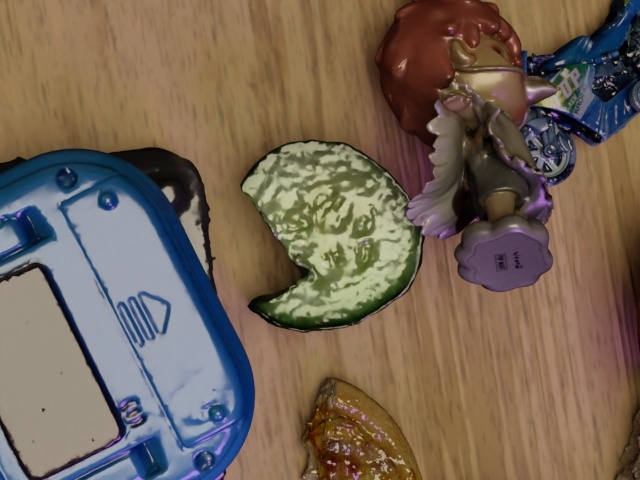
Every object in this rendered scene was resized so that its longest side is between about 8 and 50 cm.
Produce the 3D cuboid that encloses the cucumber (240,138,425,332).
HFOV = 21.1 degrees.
[{"bbox_3d":[0.009,-0.005,1.677,0.191,0.130,0.191,0,89,-11],"label":"cucumber"}]

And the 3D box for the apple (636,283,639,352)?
[{"bbox_3d":[0.462,0.070,1.687,0.299,0.275,0.299,6,68,-15],"label":"apple"}]

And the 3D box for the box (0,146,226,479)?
[{"bbox_3d":[-0.264,0.097,1.641,0.350,0.091,0.359,-7,93,-12],"label":"box"}]

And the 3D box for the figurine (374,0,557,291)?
[{"bbox_3d":[0.144,-0.134,1.651,0.166,0.207,0.387,-12,54,7],"label":"figurine"}]

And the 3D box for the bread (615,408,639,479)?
[{"bbox_3d":[0.368,0.237,1.787,0.106,0.082,0.125,11,88,-6],"label":"bread"}]

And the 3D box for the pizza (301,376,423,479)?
[{"bbox_3d":[0.048,0.257,1.732,0.127,0.058,0.246,-4,94,-12],"label":"pizza"}]

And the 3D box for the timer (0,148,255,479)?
[{"bbox_3d":[-0.237,0.105,1.546,0.309,0.115,0.340,-27,96,-6],"label":"timer"}]

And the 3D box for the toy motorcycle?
[{"bbox_3d":[0.273,-0.169,1.742,0.254,0.092,0.135,-38,91,-16],"label":"toy motorcycle"}]
